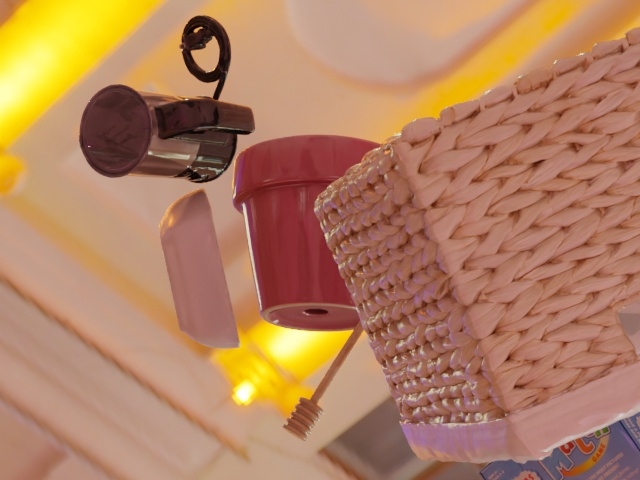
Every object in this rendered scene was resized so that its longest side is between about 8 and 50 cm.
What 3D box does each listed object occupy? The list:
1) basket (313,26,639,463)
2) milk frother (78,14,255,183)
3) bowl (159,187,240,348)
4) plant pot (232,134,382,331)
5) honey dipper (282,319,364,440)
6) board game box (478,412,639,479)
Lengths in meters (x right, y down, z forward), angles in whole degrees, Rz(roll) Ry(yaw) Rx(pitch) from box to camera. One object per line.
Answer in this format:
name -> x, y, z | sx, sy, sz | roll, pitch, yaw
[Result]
basket -> 0.205, 0.004, 1.359 | 0.266, 0.328, 0.331 | 66, 167, 4
milk frother -> -0.143, -0.133, 1.509 | 0.135, 0.129, 0.143 | 1, -120, -59
bowl -> -0.115, 0.028, 1.533 | 0.142, 0.053, 0.142 | -116, 15, -77
plant pot -> 0.000, 0.000, 1.820 | 0.201, 0.201, 0.180 | 21, -115, -49
honey dipper -> 0.014, 0.134, 1.712 | 0.030, 0.160, 0.030 | 31, 166, 8
board game box -> 0.241, 0.235, 1.350 | 0.039, 0.160, 0.211 | -14, -116, -45
